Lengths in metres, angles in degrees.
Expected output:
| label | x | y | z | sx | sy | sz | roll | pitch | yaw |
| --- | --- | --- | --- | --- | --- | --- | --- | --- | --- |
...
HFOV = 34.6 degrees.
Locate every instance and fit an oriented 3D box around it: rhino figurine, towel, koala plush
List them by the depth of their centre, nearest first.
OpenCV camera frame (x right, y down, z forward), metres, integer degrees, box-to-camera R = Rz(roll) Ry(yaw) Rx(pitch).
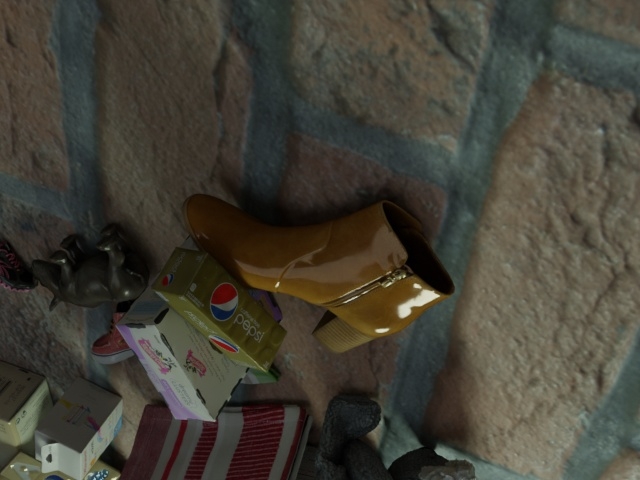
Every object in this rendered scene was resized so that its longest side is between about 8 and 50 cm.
| label | x | y | z | sx | sy | sz | roll | pitch | yaw |
| --- | --- | --- | --- | --- | --- | --- | --- | --- | --- |
| koala plush | 0.107 | 0.346 | 1.398 | 0.221 | 0.203 | 0.196 | 5 | 132 | 12 |
| rhino figurine | -0.339 | 0.050 | 1.464 | 0.243 | 0.073 | 0.106 | -12 | 118 | 39 |
| towel | -0.148 | 0.183 | 1.477 | 0.152 | 0.023 | 0.113 | -8 | 147 | 36 |
| towel | -0.178 | 0.352 | 1.521 | 0.329 | 0.237 | 0.037 | -7 | 142 | 35 |

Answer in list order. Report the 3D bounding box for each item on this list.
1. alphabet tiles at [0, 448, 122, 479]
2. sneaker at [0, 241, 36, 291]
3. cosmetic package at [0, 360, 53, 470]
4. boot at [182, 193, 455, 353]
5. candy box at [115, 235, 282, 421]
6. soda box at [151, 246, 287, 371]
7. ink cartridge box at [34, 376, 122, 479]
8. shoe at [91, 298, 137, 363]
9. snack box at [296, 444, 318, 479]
| label | x | y | z | sx | sy | sz | roll | pitch | yaw |
| --- | --- | --- | --- | --- | --- | --- | --- | --- | --- |
| alphabet tiles | -0.448 | 0.509 | 1.822 | 0.342 | 0.011 | 0.285 | 39 | 100 | -28 |
| sneaker | -0.478 | 0.032 | 1.556 | 0.119 | 0.047 | 0.057 | 32 | 111 | -11 |
| cosmetic package | -0.559 | 0.360 | 1.847 | 0.160 | 0.113 | 0.310 | 15 | 133 | 18 |
| boot | 0.000 | 0.001 | 1.211 | 0.295 | 0.104 | 0.211 | 41 | 131 | -12 |
| candy box | -0.148 | 0.103 | 1.305 | 0.070 | 0.196 | 0.165 | -3 | 126 | 34 |
| soda box | -0.117 | 0.085 | 1.228 | 0.058 | 0.061 | 0.181 | 8 | 151 | 40 |
| ink cartridge box | -0.402 | 0.317 | 1.689 | 0.089 | 0.143 | 0.092 | 24 | 137 | 10 |
| shoe | -0.284 | 0.125 | 1.510 | 0.178 | 0.063 | 0.081 | -16 | 118 | 33 |
| snack box | -0.037 | 0.438 | 1.531 | 0.070 | 0.207 | 0.175 | 9 | 134 | 14 |
